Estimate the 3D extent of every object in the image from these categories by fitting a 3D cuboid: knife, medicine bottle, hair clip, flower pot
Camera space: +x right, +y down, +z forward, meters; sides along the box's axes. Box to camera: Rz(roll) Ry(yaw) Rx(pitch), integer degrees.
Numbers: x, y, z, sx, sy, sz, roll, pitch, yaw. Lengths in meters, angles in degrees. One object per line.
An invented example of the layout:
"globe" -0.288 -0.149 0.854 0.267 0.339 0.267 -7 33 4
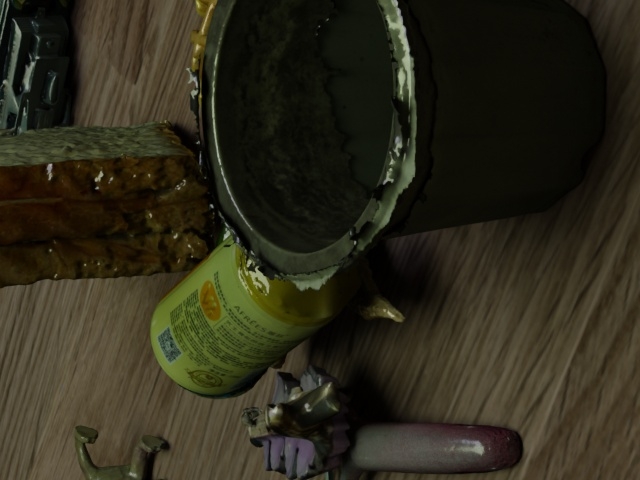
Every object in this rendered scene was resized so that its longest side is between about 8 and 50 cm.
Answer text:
"knife" 0.071 0.194 1.545 0.278 0.053 0.123 -8 89 56
"medicine bottle" -0.057 0.051 1.548 0.239 0.124 0.124 -42 57 52
"hair clip" -0.030 0.172 1.621 0.292 0.084 0.106 144 120 -76
"flower pot" 0.071 -0.105 1.360 0.290 0.259 0.290 1 92 53

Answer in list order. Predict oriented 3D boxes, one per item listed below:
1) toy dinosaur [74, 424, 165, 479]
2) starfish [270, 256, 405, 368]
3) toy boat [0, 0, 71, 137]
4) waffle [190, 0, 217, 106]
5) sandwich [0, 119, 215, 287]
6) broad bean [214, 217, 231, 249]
"toy dinosaur" -0.242 0.300 1.972 0.251 0.072 0.200 22 119 42
"starfish" 0.004 0.000 1.623 0.302 0.060 0.299 -56 43 47
"toy boat" -0.366 -0.187 2.103 0.122 0.114 0.296 24 111 31
"waffle" -0.035 -0.236 1.620 0.283 0.065 0.309 -36 49 40
"sandwich" -0.263 -0.043 1.796 0.325 0.262 0.131 -139 44 -72
"broad bean" -0.073 -0.023 1.667 0.061 0.046 0.195 -117 38 -87
